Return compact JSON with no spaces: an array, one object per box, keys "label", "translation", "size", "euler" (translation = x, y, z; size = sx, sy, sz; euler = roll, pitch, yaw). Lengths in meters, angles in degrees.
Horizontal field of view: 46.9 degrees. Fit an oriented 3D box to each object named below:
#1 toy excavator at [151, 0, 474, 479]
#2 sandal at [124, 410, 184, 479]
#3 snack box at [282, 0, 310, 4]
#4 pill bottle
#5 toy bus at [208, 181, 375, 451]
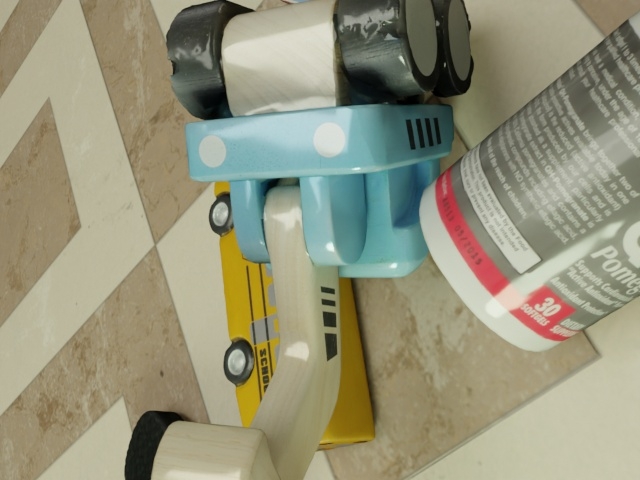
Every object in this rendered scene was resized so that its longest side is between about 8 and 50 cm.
[{"label":"toy excavator","translation":[0.000,0.000,0.658],"size":[0.222,0.433,0.445],"euler":[-3,99,25]},{"label":"sandal","translation":[-0.119,0.347,0.882],"size":[0.446,0.107,0.167],"euler":[39,109,54]},{"label":"snack box","translation":[0.014,-0.320,0.941],"size":[0.178,0.022,0.064],"euler":[32,104,42]},{"label":"pill bottle","translation":[0.245,-0.065,0.561],"size":[0.318,0.176,0.176],"euler":[-41,56,30]},{"label":"toy bus","translation":[-0.036,0.069,0.843],"size":[0.130,0.108,0.332],"euler":[-24,65,37]}]
